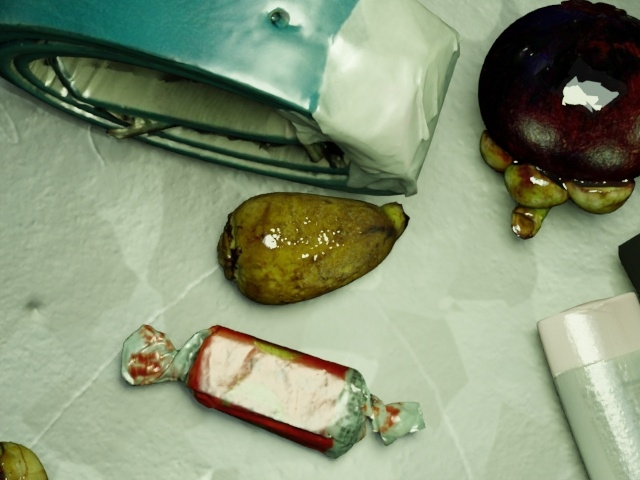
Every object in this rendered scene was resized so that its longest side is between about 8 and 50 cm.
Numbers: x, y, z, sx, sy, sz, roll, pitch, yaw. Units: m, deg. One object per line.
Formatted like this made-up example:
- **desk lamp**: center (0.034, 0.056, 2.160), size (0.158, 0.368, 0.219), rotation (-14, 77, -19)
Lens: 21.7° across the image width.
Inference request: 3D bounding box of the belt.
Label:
- **belt**: center (-0.097, -0.170, 1.482), size (0.437, 0.300, 0.173), rotation (13, 78, 14)

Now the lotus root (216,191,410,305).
- **lotus root**: center (0.000, 0.000, 1.573), size (0.191, 0.094, 0.108), rotation (-10, 115, -10)

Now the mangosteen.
- **mangosteen**: center (0.238, -0.110, 1.571), size (0.194, 0.194, 0.230), rotation (12, 104, -1)

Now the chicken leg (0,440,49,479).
- **chicken leg**: center (-0.287, 0.273, 1.521), size (0.093, 0.070, 0.178), rotation (-8, 90, 1)

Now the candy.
- **candy**: center (-0.044, 0.139, 1.559), size (0.292, 0.059, 0.086), rotation (19, 76, -1)

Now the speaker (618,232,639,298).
- **speaker**: center (0.431, 0.059, 1.506), size (0.184, 0.232, 0.254), rotation (-23, 82, -21)

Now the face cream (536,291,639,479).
- **face cream**: center (0.293, 0.186, 1.563), size (0.107, 0.073, 0.269), rotation (-16, 81, -18)
